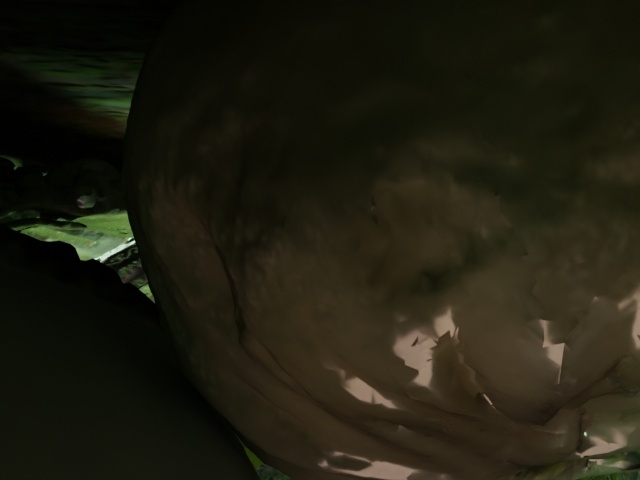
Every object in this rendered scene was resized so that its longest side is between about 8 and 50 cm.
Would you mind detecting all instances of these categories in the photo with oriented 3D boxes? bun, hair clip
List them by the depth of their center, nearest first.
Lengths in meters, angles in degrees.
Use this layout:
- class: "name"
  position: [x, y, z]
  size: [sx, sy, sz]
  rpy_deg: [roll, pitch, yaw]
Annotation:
- class: "bun"
  position: [0.091, -0.003, 0.596]
  size: [0.359, 0.211, 0.360]
  rpy_deg: [-4, 171, -1]
- class: "hair clip"
  position: [-0.177, -0.012, 0.859]
  size: [0.138, 0.091, 0.321]
  rpy_deg: [-33, 166, 24]

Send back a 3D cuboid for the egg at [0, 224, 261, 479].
- class: "egg"
  position: [-0.161, 0.226, 0.586]
  size: [0.354, 0.340, 0.355]
  rpy_deg: [-13, 137, -13]
